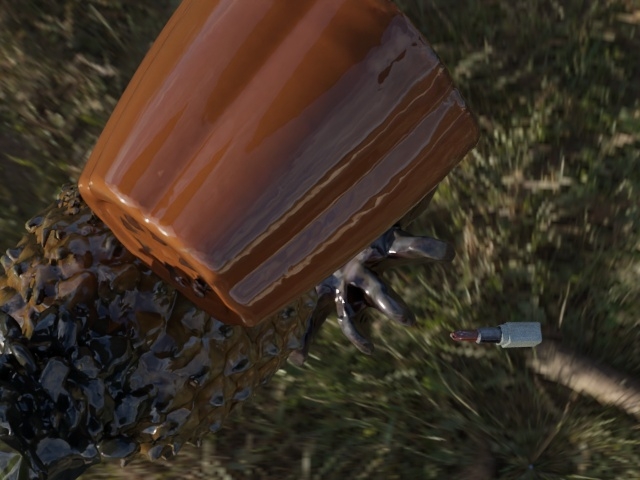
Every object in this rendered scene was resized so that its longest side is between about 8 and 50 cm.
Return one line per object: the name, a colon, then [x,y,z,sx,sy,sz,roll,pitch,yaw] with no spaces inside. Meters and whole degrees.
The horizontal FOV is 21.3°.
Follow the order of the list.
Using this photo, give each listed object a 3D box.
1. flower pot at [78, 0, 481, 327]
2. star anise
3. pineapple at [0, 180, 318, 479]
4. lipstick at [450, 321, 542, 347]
flower pot: [-0.036,-0.054,0.955,0.191,0.190,0.173,39,76,10]
star anise: [-0.005,0.001,1.431,0.258,0.110,0.198,-6,72,23]
pineapple: [-0.131,0.073,1.057,0.202,0.362,0.202,5,113,13]
lipstick: [0.197,0.107,1.922,0.107,0.025,0.025,0,73,-19]
